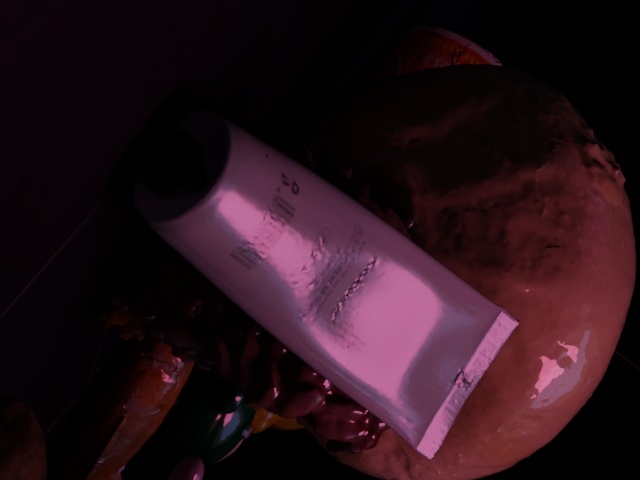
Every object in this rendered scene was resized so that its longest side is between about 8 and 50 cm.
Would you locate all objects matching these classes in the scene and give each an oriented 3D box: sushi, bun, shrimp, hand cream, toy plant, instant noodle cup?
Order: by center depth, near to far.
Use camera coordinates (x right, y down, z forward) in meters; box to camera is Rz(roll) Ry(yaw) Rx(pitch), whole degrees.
[{"bbox_3d":[0.011,0.027,1.066,0.067,0.320,0.109,27,-98,48],"label":"hand cream"},{"bbox_3d":[-0.011,0.042,1.253,0.171,0.236,0.270,-61,174,-6],"label":"sushi"},{"bbox_3d":[0.071,0.011,1.472,0.364,0.364,0.202,-54,143,7],"label":"bun"},{"bbox_3d":[-0.167,0.135,1.557,0.287,0.063,0.152,-55,-170,17],"label":"shrimp"},{"bbox_3d":[-0.123,0.152,1.665,0.233,0.112,0.243,-64,-161,1],"label":"toy plant"},{"bbox_3d":[0.096,-0.102,1.843,0.212,0.193,0.193,-60,179,-16],"label":"instant noodle cup"}]

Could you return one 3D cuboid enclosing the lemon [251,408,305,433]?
[{"bbox_3d":[-0.036,0.100,1.951,0.184,0.184,0.248,-57,-174,50],"label":"lemon"}]

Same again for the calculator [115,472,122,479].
[{"bbox_3d":[-0.242,0.272,2.027,0.220,0.048,0.329,-53,175,32],"label":"calculator"}]

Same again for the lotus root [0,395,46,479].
[{"bbox_3d":[-0.198,0.148,0.927,0.179,0.080,0.089,-50,177,-42],"label":"lotus root"}]
